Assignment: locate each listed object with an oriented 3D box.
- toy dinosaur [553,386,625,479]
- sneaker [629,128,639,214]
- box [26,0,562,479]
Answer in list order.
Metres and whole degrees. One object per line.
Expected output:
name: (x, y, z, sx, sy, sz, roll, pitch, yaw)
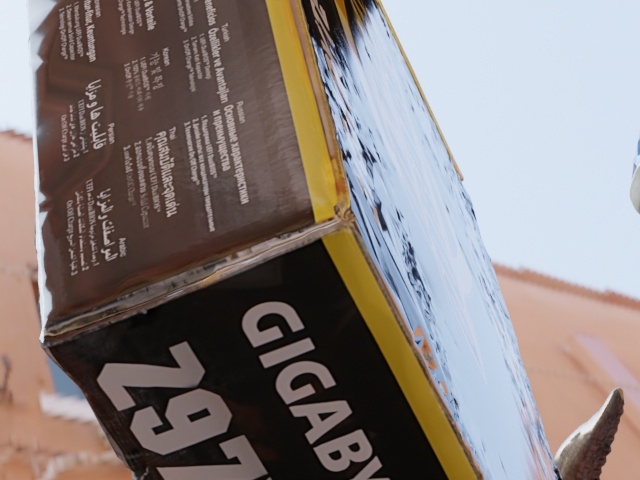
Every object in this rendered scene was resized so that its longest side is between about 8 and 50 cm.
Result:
toy dinosaur: (0.063, 0.210, 0.992, 0.295, 0.200, 0.127, -35, -27, -2)
sneaker: (0.176, -0.087, 0.919, 0.058, 0.084, 0.152, 3, -53, -28)
box: (0.000, 0.000, 0.599, 0.079, 0.322, 0.257, -21, -52, 7)
